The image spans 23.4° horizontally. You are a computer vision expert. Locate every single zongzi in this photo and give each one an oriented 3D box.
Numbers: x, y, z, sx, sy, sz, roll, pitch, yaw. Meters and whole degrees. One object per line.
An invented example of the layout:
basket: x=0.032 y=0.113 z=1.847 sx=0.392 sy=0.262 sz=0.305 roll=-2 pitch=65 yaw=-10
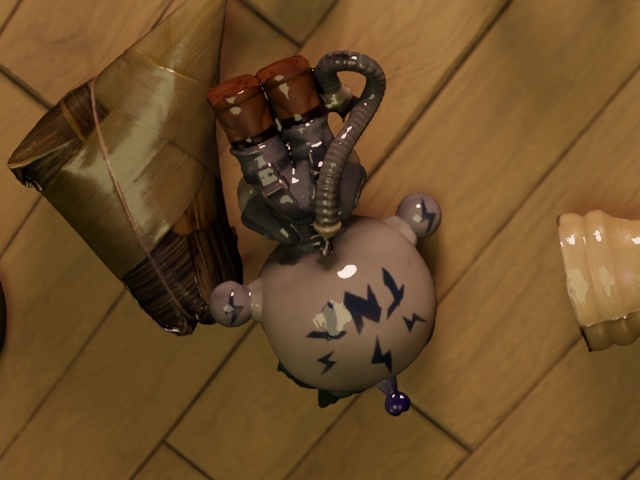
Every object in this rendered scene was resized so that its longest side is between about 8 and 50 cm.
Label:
zongzi: x=-0.128 y=-0.084 z=1.642 sx=0.317 sy=0.154 sz=0.289 roll=-37 pitch=102 yaw=24

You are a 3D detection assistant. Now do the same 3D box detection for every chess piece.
chess piece: x=0.404 y=0.015 z=1.553 sx=0.307 sy=0.124 sz=0.139 roll=-12 pitch=73 yaw=16

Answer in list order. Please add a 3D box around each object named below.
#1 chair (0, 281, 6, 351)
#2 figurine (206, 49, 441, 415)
chair: x=-0.573 y=0.137 z=1.705 sx=0.364 sy=0.410 sz=0.362 roll=-39 pitch=95 yaw=25
figurine: x=-0.004 y=0.001 z=1.616 sx=0.261 sy=0.186 sz=0.382 roll=-20 pitch=108 yaw=8
